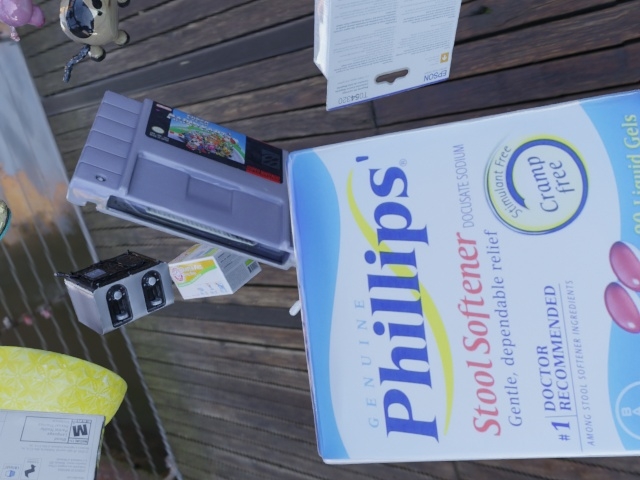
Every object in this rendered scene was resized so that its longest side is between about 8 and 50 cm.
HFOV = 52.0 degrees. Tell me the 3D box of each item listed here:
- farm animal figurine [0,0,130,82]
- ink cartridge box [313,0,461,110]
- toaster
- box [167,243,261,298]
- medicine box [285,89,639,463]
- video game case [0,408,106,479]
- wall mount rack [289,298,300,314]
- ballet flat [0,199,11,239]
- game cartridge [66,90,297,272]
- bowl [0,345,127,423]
[{"bbox_3d":[-0.292,-0.396,0.704,0.330,0.327,0.172,40,177,-2],"label":"farm animal figurine"},{"bbox_3d":[0.139,-0.453,1.317,0.071,0.324,0.330,49,149,39],"label":"ink cartridge box"},{"bbox_3d":[-0.417,0.100,1.345,0.185,0.168,0.110,12,118,46],"label":"toaster"},{"bbox_3d":[-0.265,0.067,1.609,0.203,0.114,0.103,-10,112,44],"label":"box"},{"bbox_3d":[0.139,0.038,0.564,0.289,0.149,0.263,-8,86,16],"label":"medicine box"},{"bbox_3d":[-0.293,0.220,0.490,0.210,0.232,0.042,-101,25,-48],"label":"video game case"},{"bbox_3d":[0.000,0.000,1.566,0.350,0.304,0.130,50,158,32],"label":"wall mount rack"},{"bbox_3d":[-0.715,0.022,1.210,0.348,0.123,0.123,-30,90,26],"label":"ballet flat"},{"bbox_3d":[-0.164,-0.090,0.966,0.355,0.230,0.068,18,133,-20],"label":"game cartridge"},{"bbox_3d":[-0.518,0.316,1.203,0.289,0.156,0.289,5,150,3],"label":"bowl"}]
